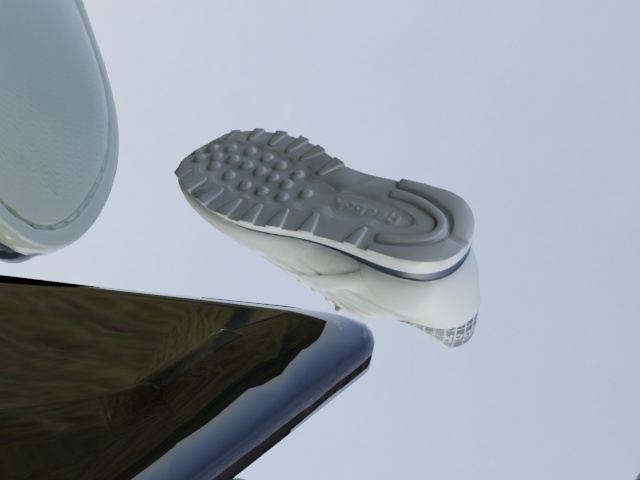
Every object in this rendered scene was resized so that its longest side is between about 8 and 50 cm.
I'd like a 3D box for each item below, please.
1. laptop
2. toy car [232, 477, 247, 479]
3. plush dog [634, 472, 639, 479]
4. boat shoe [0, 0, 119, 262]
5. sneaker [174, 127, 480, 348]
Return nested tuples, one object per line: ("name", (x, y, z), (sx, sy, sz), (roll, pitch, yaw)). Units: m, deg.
("laptop", (-0.242, 0.169, 0.396), (0.408, 0.382, 0.236), (5, -67, 32))
("toy car", (-0.124, 0.183, 0.882), (0.149, 0.155, 0.188), (-81, -163, -45))
("plush dog", (0.089, 0.196, 0.579), (0.225, 0.210, 0.262), (-62, -144, 24))
("boat shoe", (-0.184, -0.099, 0.924), (0.113, 0.127, 0.340), (-32, -133, 18))
("sneaker", (0.000, 0.000, 1.247), (0.235, 0.095, 0.090), (25, -124, 34))
